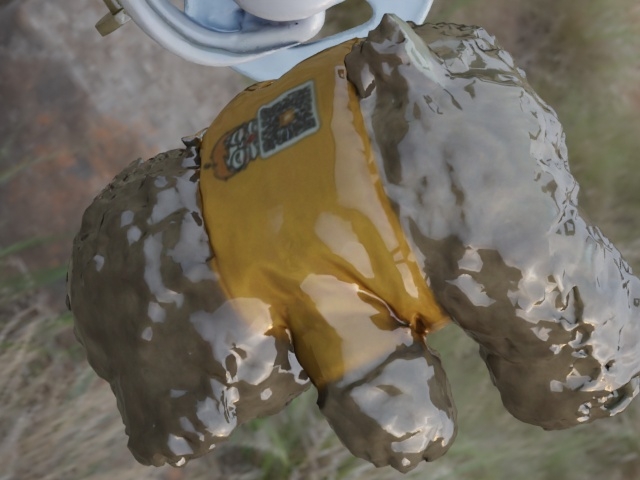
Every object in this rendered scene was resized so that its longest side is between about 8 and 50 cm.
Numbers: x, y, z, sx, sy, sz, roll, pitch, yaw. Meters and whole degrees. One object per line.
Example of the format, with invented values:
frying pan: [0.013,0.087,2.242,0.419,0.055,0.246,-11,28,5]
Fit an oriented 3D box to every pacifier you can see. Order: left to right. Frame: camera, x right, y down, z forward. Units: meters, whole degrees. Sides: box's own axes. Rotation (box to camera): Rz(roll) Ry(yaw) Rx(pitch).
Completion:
pacifier: [-0.036,-0.273,1.344,0.233,0.244,0.300,-67,140,-65]

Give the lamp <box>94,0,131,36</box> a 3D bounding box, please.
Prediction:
lamp: [-0.277,-0.328,1.823,0.215,0.121,0.121,54,36,-16]

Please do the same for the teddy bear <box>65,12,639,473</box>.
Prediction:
teddy bear: [0.000,0.000,0.588,0.140,0.190,0.177,50,18,-48]
